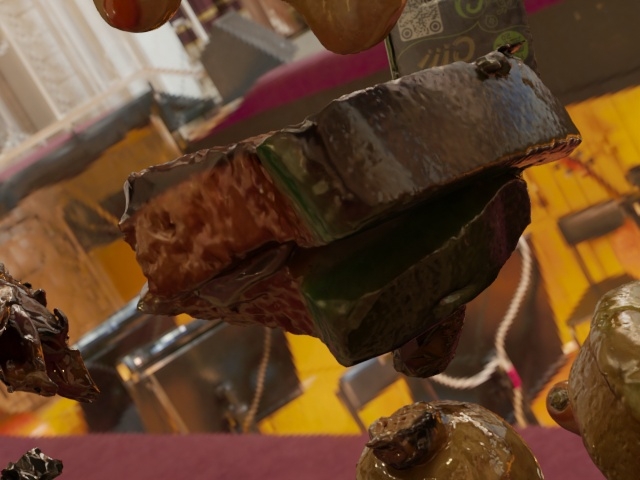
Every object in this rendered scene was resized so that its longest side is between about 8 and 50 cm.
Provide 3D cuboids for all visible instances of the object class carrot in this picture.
[{"bbox_3d":[0.360,0.232,1.578,0.067,0.225,0.067,-15,61,30],"label":"carrot"},{"bbox_3d":[0.092,0.032,0.963,0.069,0.069,0.228,-37,-31,-29],"label":"carrot"}]

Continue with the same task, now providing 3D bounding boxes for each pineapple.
[{"bbox_3d":[-0.185,0.174,0.700,0.058,0.058,0.124,-63,-10,-70],"label":"pineapple"}]

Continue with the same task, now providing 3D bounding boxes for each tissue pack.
[{"bbox_3d":[0.171,-0.191,1.401,0.173,0.235,0.073,-13,-4,8],"label":"tissue pack"}]

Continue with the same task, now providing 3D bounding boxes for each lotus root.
[{"bbox_3d":[0.116,0.227,1.018,0.154,0.256,0.140,-5,32,34],"label":"lotus root"}]

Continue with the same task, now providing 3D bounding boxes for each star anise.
[{"bbox_3d":[-0.277,0.041,0.931,0.088,0.288,0.288,-46,12,-3],"label":"star anise"}]

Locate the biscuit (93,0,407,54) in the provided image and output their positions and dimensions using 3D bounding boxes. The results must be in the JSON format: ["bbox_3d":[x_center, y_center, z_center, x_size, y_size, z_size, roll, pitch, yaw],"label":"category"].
[{"bbox_3d":[-0.062,-0.164,0.525,0.234,0.153,0.030,18,15,17],"label":"biscuit"}]

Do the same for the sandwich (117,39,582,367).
[{"bbox_3d":[0.000,0.000,0.754,0.301,0.162,0.250,-19,0,35],"label":"sandwich"}]

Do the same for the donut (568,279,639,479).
[{"bbox_3d":[0.327,0.145,1.079,0.261,0.209,0.128,-64,0,-63],"label":"donut"}]
